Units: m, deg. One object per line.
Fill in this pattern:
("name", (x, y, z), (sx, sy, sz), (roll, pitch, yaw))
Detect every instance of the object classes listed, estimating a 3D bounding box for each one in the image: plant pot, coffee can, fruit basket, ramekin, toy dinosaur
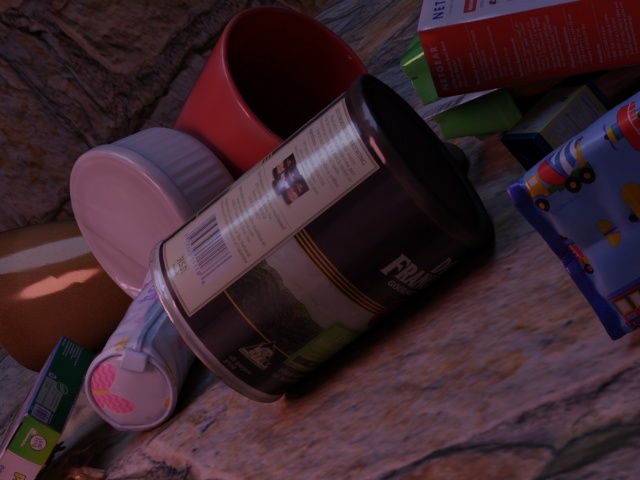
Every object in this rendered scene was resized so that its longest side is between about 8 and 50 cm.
("plant pot", (-0.085, -0.163, 2.163), (0.243, 0.275, 0.275), (-44, 8, 42))
("coffee can", (0.000, 0.000, 1.454), (0.275, 0.201, 0.201), (-38, 14, 17))
("fruit basket", (0.278, -0.244, 1.644), (0.353, 0.165, 0.327), (-17, 25, 25))
("plant pot", (-0.353, 0.061, 2.309), (0.254, 0.237, 0.237), (-18, 23, 25))
("ramekin", (-0.219, -0.036, 2.100), (0.127, 0.273, 0.273), (-37, 8, -35))
("toy dinosaur", (-0.324, 0.289, 1.787), (0.183, 0.053, 0.092), (-34, 17, 32))

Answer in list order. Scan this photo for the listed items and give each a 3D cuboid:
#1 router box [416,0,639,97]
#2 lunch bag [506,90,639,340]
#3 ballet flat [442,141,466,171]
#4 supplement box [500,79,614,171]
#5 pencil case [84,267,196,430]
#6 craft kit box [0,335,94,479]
("router box", (0.268, -0.293, 1.497), (0.301, 0.082, 0.335), (-8, 37, 19))
("lunch bag", (0.300, -0.082, 1.091), (0.221, 0.138, 0.293), (-35, 2, 32))
("ballet flat", (0.116, -0.070, 1.662), (0.084, 0.058, 0.250), (-37, 14, 18))
("supplement box", (0.234, -0.106, 1.441), (0.083, 0.056, 0.083), (-44, 13, -10))
("pencil case", (-0.196, 0.118, 1.831), (0.124, 0.113, 0.273), (-60, 4, 30))
("craft kit box", (-0.379, 0.271, 1.851), (0.246, 0.061, 0.250), (-54, 10, 16))
